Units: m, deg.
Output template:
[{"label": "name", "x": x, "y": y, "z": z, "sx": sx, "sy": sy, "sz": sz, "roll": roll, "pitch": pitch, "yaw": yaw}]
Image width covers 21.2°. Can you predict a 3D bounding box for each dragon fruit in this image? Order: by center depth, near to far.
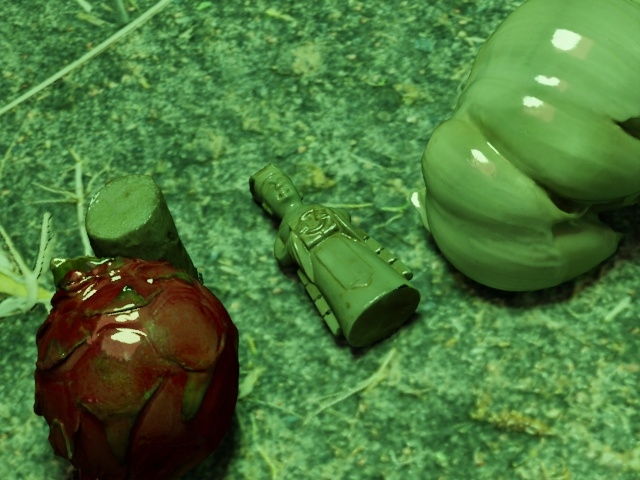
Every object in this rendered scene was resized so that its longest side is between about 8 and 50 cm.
[{"label": "dragon fruit", "x": -0.148, "y": 0.107, "z": 1.379, "sx": 0.172, "sy": 0.172, "sz": 0.210, "roll": -8, "pitch": 83, "yaw": 11}]

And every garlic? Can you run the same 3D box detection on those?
[{"label": "garlic", "x": 0.212, "y": -0.100, "z": 1.418, "sx": 0.203, "sy": 0.185, "sz": 0.281, "roll": 28, "pitch": 63, "yaw": 10}]

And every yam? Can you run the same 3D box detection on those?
[{"label": "yam", "x": -0.155, "y": 0.011, "z": 1.478, "sx": 0.084, "sy": 0.127, "sz": 0.084, "roll": -10, "pitch": 49, "yaw": 11}]

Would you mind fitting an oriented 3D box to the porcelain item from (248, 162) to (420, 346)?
[{"label": "porcelain item", "x": 0.000, "y": 0.000, "z": 1.486, "sx": 0.084, "sy": 0.054, "sz": 0.213, "roll": -32, "pitch": 51, "yaw": -10}]
